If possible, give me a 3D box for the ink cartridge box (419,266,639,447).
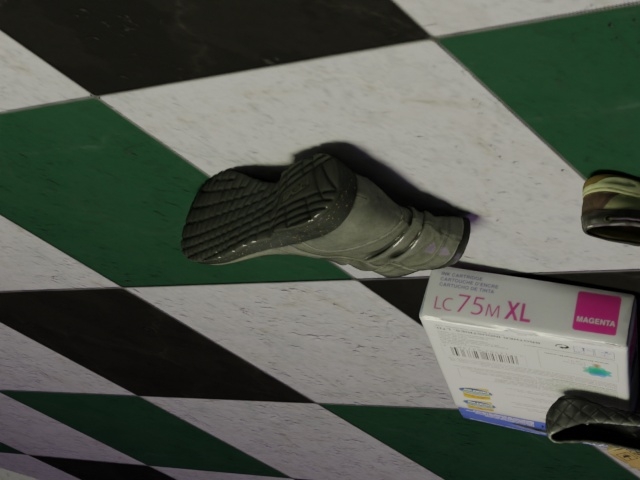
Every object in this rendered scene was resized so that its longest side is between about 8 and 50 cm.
[{"bbox_3d":[0.210,0.119,1.430,0.186,0.065,0.311,9,156,16],"label":"ink cartridge box"}]

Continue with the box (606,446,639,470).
[{"bbox_3d":[0.404,0.214,1.432,0.164,0.021,0.201,30,149,-23],"label":"box"}]

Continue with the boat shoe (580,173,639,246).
[{"bbox_3d":[0.263,-0.004,1.092,0.152,0.049,0.056,15,159,4],"label":"boat shoe"}]

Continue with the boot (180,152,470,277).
[{"bbox_3d":[0.000,0.000,1.275,0.161,0.083,0.246,24,160,-34],"label":"boot"}]

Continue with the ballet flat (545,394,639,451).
[{"bbox_3d":[0.294,0.184,1.376,0.173,0.049,0.057,9,137,15],"label":"ballet flat"}]
